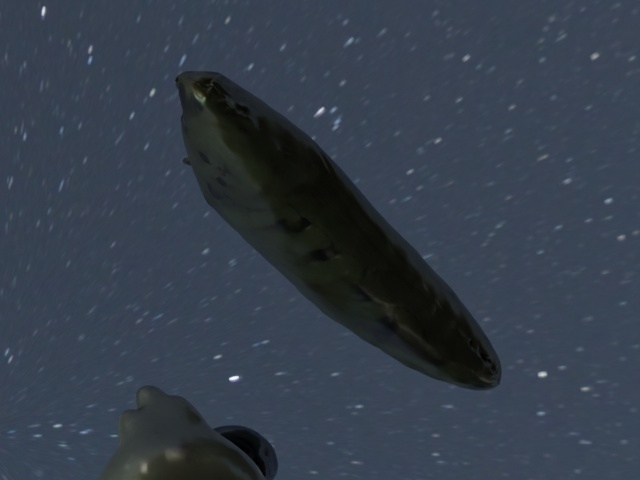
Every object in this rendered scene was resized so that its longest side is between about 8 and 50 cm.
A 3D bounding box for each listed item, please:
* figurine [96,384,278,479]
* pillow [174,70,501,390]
[{"bbox_3d":[-0.049,0.202,0.849,0.205,0.338,0.283,-5,-71,-2],"label":"figurine"},{"bbox_3d":[-0.001,-0.001,0.833,0.241,0.093,0.051,44,-117,-26],"label":"pillow"}]
